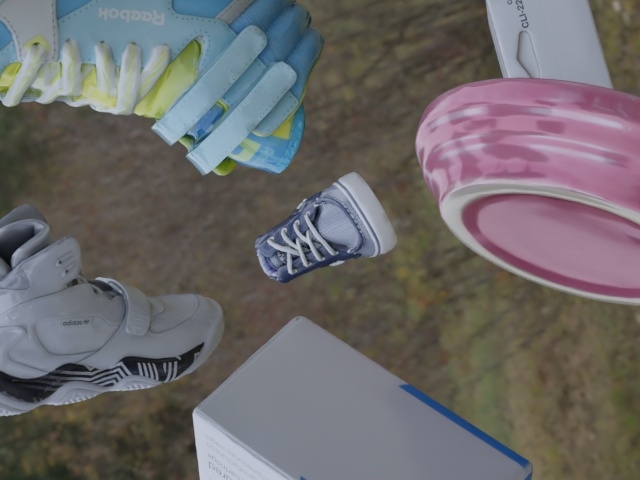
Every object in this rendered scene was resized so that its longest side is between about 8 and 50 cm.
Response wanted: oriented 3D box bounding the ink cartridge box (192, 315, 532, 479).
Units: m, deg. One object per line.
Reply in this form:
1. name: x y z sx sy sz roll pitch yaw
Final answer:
1. ink cartridge box: 0.037 0.313 1.550 0.285 0.166 0.395 31 144 27

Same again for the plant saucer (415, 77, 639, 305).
1. plant saucer: 0.236 -0.028 1.381 0.332 0.332 0.084 105 -175 -71

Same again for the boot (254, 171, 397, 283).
1. boot: 0.000 0.000 1.219 0.069 0.086 0.190 59 171 1

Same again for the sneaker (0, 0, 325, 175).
1. sneaker: -0.124 -0.104 0.943 0.208 0.319 0.127 58 149 -1

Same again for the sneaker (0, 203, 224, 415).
1. sneaker: -0.269 0.067 1.815 0.137 0.366 0.210 32 126 48

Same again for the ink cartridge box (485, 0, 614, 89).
1. ink cartridge box: 0.278 -0.211 1.883 0.273 0.114 0.197 14 -119 -81
